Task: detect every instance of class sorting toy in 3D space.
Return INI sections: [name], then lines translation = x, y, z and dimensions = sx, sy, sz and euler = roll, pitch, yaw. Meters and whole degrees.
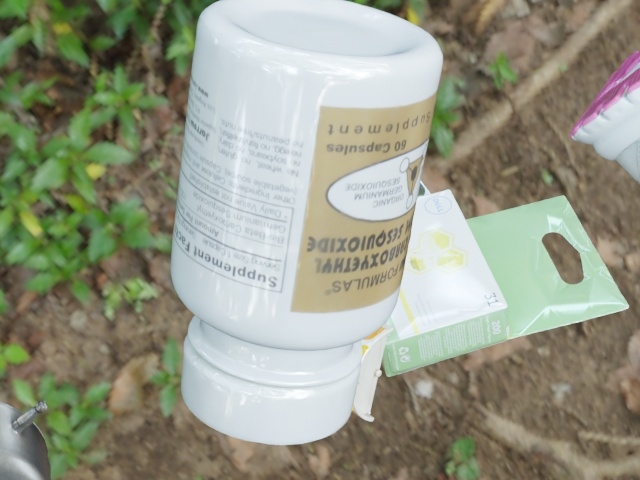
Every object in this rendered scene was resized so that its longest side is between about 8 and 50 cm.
[sorting toy]
translation = 0.013, 0.102, 1.160
dimensions = 0.075, 0.045, 0.083
euler = 21, 106, 38

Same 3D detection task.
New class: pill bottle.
[pill bottle]
translation = -0.015, -0.010, 0.769
dimensions = 0.131, 0.229, 0.131
euler = 8, 24, -3

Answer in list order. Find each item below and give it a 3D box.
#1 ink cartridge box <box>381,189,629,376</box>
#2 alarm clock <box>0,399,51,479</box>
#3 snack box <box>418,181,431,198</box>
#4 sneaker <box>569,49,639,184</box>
[ink cartridge box]
translation = 0.147, 0.022, 1.305
dimensions = 0.235, 0.056, 0.171
euler = -16, 45, -4
[alarm clock]
translation = -0.251, 0.163, 0.860
dimensions = 0.192, 0.129, 0.064
euler = -12, 43, -3
[snack box]
translation = 0.000, 0.000, 1.847
dimensions = 0.322, 0.060, 0.187
euler = -26, 66, -19
[sneaker]
translation = 0.262, -0.093, 0.779
dimensions = 0.103, 0.111, 0.252
euler = -49, 8, -37
